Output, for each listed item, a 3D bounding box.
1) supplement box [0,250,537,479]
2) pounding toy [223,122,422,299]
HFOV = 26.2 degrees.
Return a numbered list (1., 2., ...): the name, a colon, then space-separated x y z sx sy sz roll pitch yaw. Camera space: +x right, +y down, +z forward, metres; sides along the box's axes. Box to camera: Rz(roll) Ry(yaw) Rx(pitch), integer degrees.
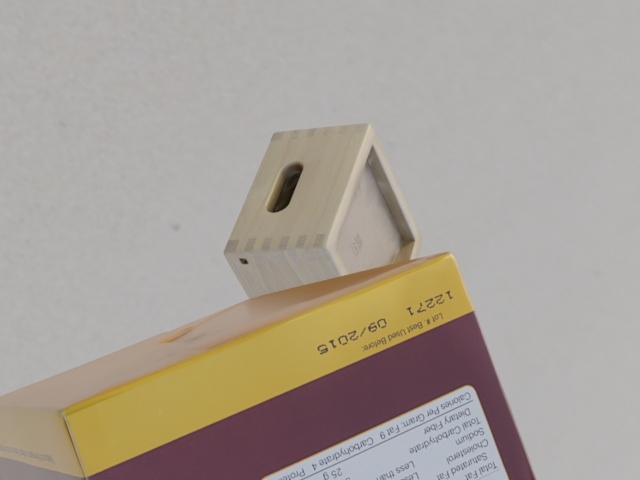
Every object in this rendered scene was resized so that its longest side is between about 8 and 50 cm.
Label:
1. supplement box: -0.015 0.124 0.475 0.129 0.194 0.191 -21 -179 -22
2. pounding toy: 0.000 0.000 0.902 0.130 0.100 0.141 63 34 -40
